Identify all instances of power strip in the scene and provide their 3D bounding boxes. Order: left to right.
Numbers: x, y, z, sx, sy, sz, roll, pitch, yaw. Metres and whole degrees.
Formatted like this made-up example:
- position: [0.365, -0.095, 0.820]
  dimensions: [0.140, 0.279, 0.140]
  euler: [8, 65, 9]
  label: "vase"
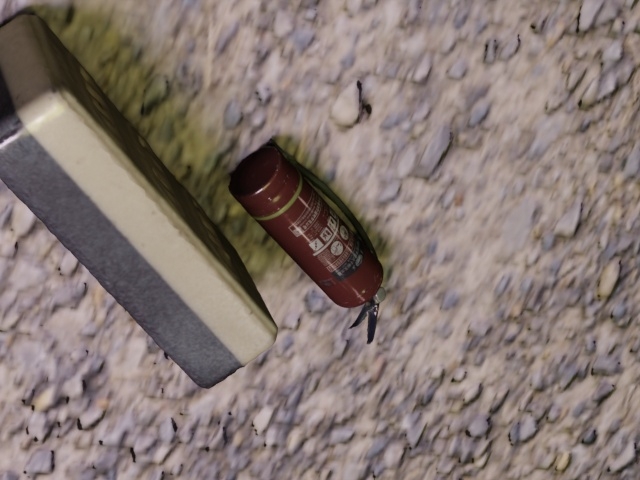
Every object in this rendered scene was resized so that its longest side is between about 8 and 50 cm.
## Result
- position: [-0.117, -0.018, 1.174]
  dimensions: [0.070, 0.105, 0.257]
  euler: [-33, 130, 5]
  label: "power strip"

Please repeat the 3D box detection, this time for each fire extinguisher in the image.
- position: [0.000, 0.000, 1.279]
  dimensions: [0.158, 0.043, 0.064]
  euler: [47, 53, -39]
  label: "fire extinguisher"
